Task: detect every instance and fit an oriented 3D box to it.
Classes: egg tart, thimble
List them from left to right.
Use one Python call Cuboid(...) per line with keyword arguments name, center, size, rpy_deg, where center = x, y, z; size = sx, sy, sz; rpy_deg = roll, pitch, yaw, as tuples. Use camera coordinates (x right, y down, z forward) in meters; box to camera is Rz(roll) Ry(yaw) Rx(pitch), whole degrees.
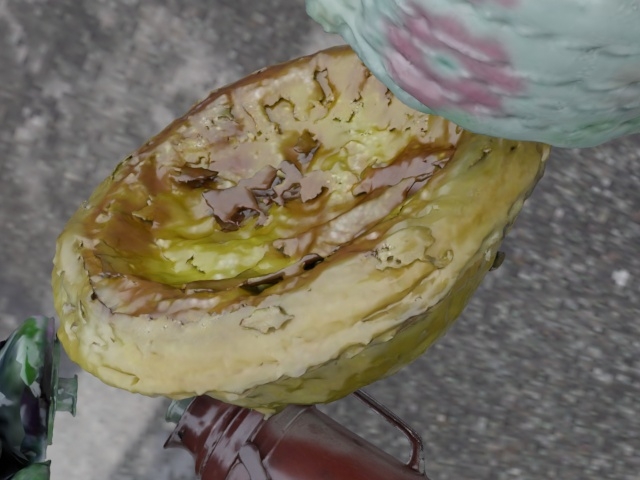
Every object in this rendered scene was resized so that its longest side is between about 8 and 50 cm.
Cuboid(name="egg tart", center=(0.000, 0.000, 0.996), size=(0.290, 0.115, 0.290), rpy_deg=(-21, 29, 12))
Cuboid(name="thimble", center=(0.104, -0.144, 0.860), size=(0.149, 0.211, 0.185), rpy_deg=(117, 138, -59))

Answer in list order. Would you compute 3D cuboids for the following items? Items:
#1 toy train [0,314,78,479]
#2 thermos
Cuboid(name="toy train", center=(-0.239, 0.185, 1.154), size=(0.307, 0.173, 0.249), rpy_deg=(-99, 15, -49))
Cuboid(name="thermos", center=(0.010, 0.153, 1.118), size=(0.232, 0.099, 0.124), rpy_deg=(33, 86, 13))
